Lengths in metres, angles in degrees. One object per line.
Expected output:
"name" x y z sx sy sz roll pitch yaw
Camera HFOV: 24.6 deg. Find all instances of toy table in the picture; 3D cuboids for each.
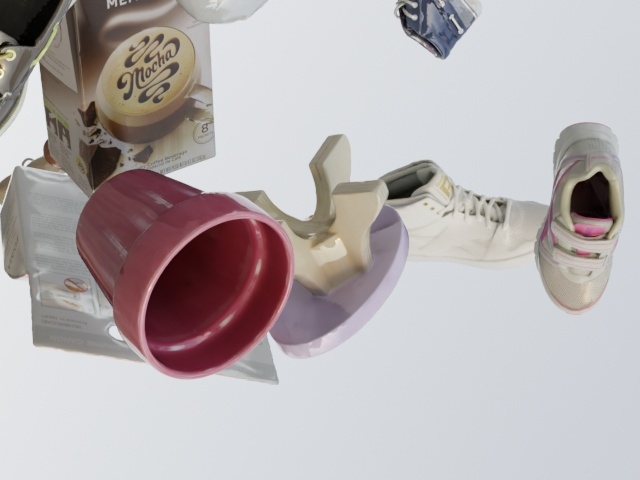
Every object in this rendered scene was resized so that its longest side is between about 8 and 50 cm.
"toy table" 0.000 0.000 1.908 0.252 0.161 0.274 -12 -145 26

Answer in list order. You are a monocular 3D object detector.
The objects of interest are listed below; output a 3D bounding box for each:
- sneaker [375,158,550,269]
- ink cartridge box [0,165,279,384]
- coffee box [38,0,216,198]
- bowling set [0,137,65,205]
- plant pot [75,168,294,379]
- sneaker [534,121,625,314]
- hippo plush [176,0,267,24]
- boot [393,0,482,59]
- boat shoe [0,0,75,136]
"sneaker" 0.216 -0.042 2.190 0.293 0.169 0.108 -3 -125 18
"ink cartridge box" -0.236 0.063 1.852 0.385 0.308 0.091 -110 -142 -52
"coffee box" -0.220 -0.216 1.643 0.119 0.168 0.297 42 -36 41
"bowling set" -0.371 -0.100 2.342 0.154 0.287 0.200 -41 158 -42
"plant pot" -0.159 0.019 1.556 0.180 0.201 0.201 35 -76 38
"sneaker" 0.326 -0.015 1.845 0.111 0.103 0.252 -81 171 -67
"hippo plush" -0.103 -0.350 1.436 0.236 0.234 0.294 -48 -143 19
"boot" 0.116 -0.310 1.815 0.086 0.190 0.069 -56 -154 -9
"boat shoe" -0.246 -0.159 1.115 0.227 0.081 0.068 -61 -179 -8
